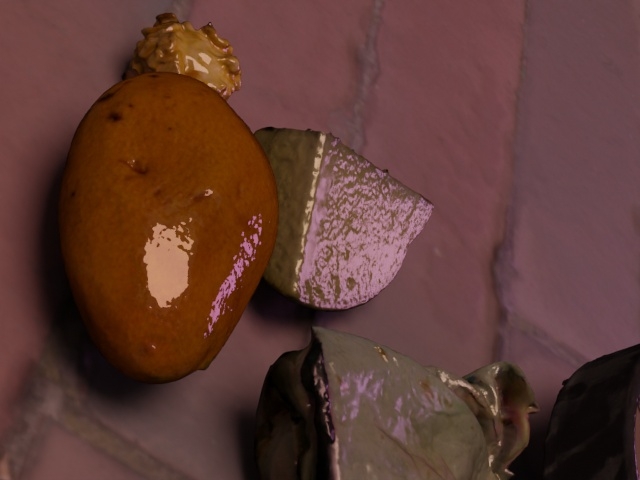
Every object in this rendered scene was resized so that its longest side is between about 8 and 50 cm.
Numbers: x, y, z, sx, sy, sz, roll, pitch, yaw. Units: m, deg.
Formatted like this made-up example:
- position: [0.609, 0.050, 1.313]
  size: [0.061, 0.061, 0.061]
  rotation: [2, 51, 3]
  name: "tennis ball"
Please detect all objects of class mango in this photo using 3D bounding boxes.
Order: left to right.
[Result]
- position: [-0.093, -0.008, 1.060]
  size: [0.147, 0.109, 0.227]
  rotation: [28, 44, -32]
  name: "mango"

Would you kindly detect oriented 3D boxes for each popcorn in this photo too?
- position: [-0.096, -0.123, 1.198]
  size: [0.082, 0.057, 0.083]
  rotation: [-18, 75, -44]
  name: "popcorn"

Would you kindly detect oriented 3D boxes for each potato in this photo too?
- position: [0.000, 0.000, 1.200]
  size: [0.149, 0.081, 0.120]
  rotation: [29, 70, -49]
  name: "potato"

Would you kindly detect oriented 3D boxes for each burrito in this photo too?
- position: [0.055, 0.140, 1.104]
  size: [0.229, 0.089, 0.144]
  rotation: [13, 69, -44]
  name: "burrito"

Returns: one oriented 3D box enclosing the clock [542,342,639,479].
- position: [0.301, 0.247, 1.213]
  size: [0.386, 0.076, 0.386]
  rotation: [33, 41, -35]
  name: "clock"
